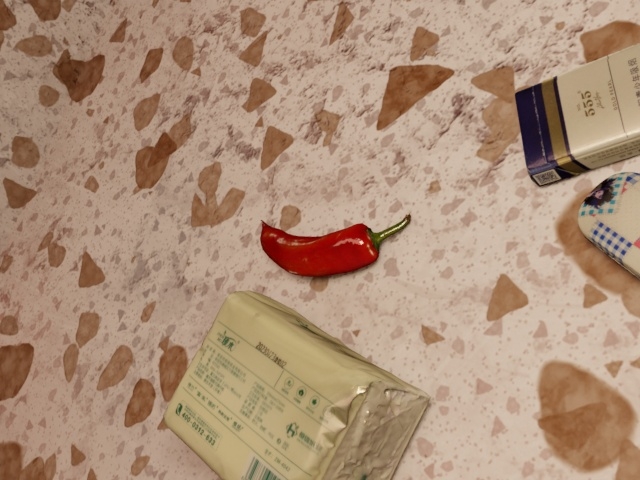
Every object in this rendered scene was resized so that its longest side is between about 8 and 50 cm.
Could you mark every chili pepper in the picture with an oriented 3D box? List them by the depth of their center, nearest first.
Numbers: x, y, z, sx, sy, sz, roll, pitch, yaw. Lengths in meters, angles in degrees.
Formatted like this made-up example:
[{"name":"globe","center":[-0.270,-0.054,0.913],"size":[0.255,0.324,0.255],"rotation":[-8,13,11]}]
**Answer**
[{"name":"chili pepper","center":[-0.006,0.006,1.479],"size":[0.368,0.092,0.137],"rotation":[0,59,36]}]

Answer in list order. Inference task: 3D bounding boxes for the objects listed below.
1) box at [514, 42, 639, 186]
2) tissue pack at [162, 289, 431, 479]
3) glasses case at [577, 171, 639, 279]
[{"name":"box","center":[0.446,-0.203,1.220],"size":[0.259,0.071,0.168],"rotation":[-19,59,32]},{"name":"tissue pack","center":[-0.051,0.288,1.297],"size":[0.380,0.207,0.297],"rotation":[30,91,43]},{"name":"glasses case","center":[0.502,0.018,1.066],"size":[0.125,0.076,0.327],"rotation":[-48,48,7]}]
